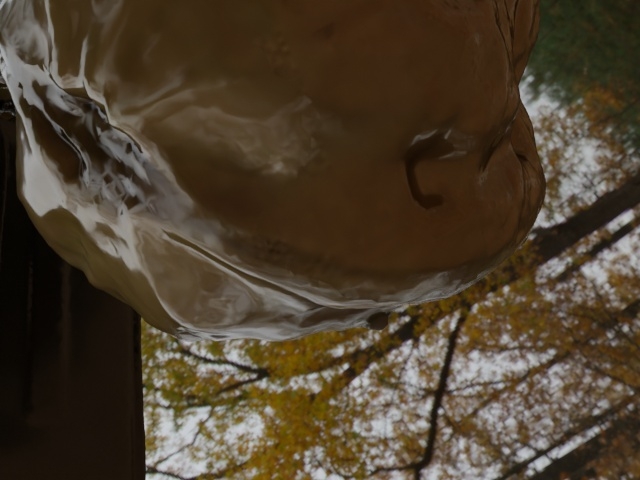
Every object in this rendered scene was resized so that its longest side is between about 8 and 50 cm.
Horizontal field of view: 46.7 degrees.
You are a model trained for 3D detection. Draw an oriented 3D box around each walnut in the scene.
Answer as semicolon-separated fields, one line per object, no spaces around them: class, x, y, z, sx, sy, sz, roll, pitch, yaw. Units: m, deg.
walnut;-0.014;-0.115;0.491;0.383;0.383;0.383;33;-150;-22

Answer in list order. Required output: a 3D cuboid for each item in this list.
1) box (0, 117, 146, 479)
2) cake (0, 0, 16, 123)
box;-0.321;0.083;0.669;0.204;0.251;0.345;18;-120;-51
cake;-0.355;-0.270;0.967;0.332;0.332;0.321;26;-158;-33
